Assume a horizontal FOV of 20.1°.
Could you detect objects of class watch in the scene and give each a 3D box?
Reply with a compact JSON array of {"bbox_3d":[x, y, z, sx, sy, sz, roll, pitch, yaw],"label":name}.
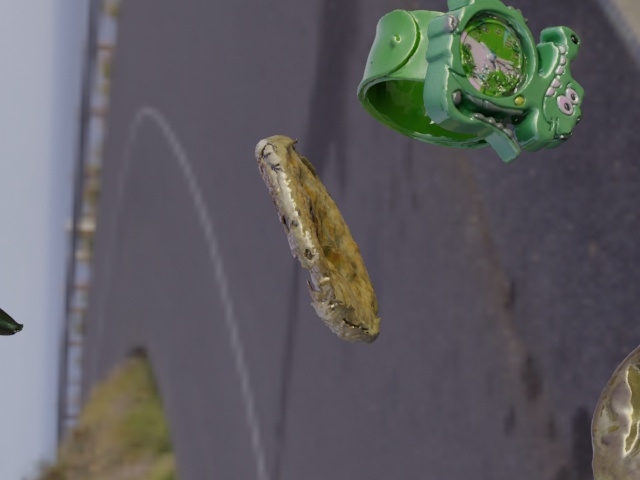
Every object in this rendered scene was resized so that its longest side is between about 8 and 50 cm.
[{"bbox_3d":[0.119,-0.124,1.520,0.152,0.165,0.131,-21,50,58],"label":"watch"}]

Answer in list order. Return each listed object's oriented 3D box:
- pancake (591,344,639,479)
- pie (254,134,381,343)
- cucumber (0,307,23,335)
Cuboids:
[{"bbox_3d":[0.327,0.158,1.420,0.241,0.050,0.242,-19,57,31],"label":"pancake"},{"bbox_3d":[0.000,0.000,2.078,0.274,0.055,0.274,63,-172,-16],"label":"pie"},{"bbox_3d":[-0.383,0.046,1.823,0.033,0.184,0.036,-45,17,24],"label":"cucumber"}]
